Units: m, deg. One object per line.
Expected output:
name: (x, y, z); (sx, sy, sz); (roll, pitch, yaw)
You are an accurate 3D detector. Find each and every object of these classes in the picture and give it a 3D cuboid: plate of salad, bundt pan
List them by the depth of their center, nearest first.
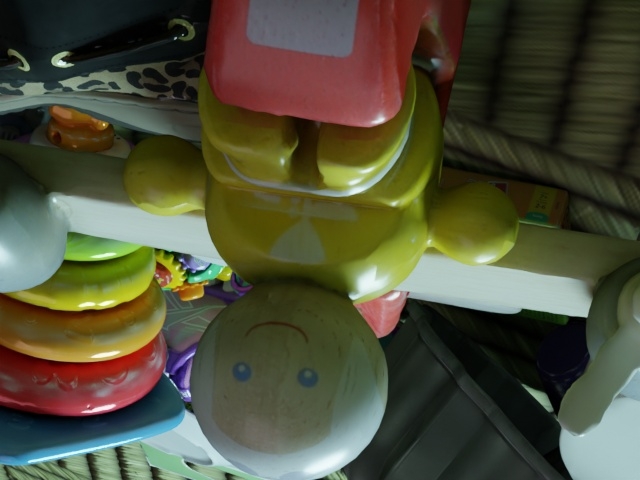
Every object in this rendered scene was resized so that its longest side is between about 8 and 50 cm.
bundt pan: (0.136, 0.197, 1.234); (0.331, 0.124, 0.331); (45, -174, -6)
plate of salad: (-0.139, 0.131, 1.509); (0.200, 0.048, 0.200); (24, 163, 8)

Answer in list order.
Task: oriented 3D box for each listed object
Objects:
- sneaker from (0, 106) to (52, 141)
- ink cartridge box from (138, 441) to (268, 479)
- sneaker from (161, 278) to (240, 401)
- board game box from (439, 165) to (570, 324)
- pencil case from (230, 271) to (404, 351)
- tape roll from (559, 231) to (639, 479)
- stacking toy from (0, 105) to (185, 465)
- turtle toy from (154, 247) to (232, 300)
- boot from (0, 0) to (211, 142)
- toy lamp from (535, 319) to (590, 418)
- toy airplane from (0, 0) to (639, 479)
sneaker: (-0.290, -0.082, 1.263); (0.129, 0.111, 0.297); (34, -170, 40)
ink cartridge box: (-0.098, 0.148, 1.620); (0.171, 0.056, 0.235); (15, 153, 21)
sneaker: (-0.104, 0.071, 1.429); (0.236, 0.104, 0.095); (8, 150, 35)
board game box: (0.036, -0.013, 1.206); (0.259, 0.039, 0.124); (10, 150, 16)
pencil case: (0.008, 0.052, 1.335); (0.070, 0.064, 0.151); (-41, 116, 21)
tape roll: (0.274, 0.080, 1.024); (0.246, 0.169, 0.246); (20, 154, 10)
stacking toy: (-0.169, -0.017, 1.226); (0.175, 0.165, 0.302); (36, 125, 41)
turtle toy: (-0.105, -0.006, 1.323); (0.095, 0.066, 0.130); (23, 143, 5)
boot: (-0.190, -0.184, 0.987); (0.377, 0.138, 0.284); (12, 152, 19)
toy lamp: (0.240, 0.150, 1.292); (0.080, 0.080, 0.274); (-3, 142, 46)
toy airplane: (0.000, 0.000, 0.869); (0.384, 0.272, 0.386); (37, 139, -30)
